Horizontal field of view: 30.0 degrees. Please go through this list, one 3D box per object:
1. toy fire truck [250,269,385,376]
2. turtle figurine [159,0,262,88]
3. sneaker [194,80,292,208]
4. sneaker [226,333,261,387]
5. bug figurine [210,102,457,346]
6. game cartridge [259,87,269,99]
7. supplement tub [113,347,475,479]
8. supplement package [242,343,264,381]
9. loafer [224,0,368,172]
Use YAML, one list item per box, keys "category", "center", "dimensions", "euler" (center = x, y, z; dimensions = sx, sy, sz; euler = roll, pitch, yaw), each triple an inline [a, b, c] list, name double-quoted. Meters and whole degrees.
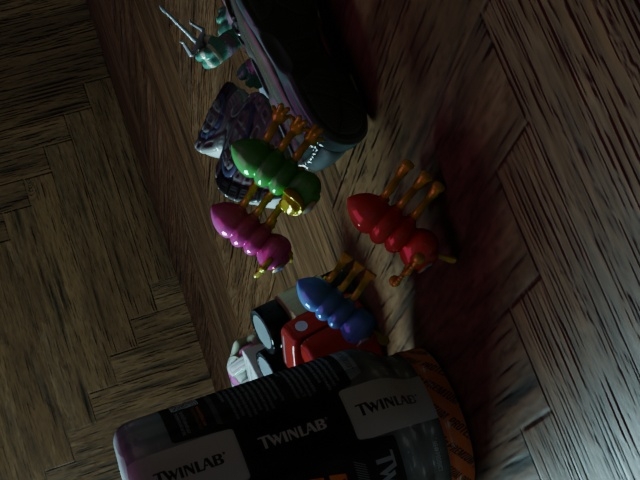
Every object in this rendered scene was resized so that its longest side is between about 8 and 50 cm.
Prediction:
- category: "toy fire truck"
  center: [0.017, 0.194, 1.369]
  dimensions: [0.246, 0.158, 0.217]
  euler: [49, 155, 36]
- category: "turtle figurine"
  center: [-0.099, -0.267, 1.300]
  dimensions: [0.234, 0.118, 0.175]
  euler: [63, -159, -69]
- category: "sneaker"
  center: [-0.048, -0.098, 1.300]
  dimensions: [0.111, 0.129, 0.297]
  euler: [-61, 20, 12]
- category: "sneaker"
  center: [-0.112, 0.241, 2.050]
  dimensions: [0.252, 0.103, 0.111]
  euler: [-136, 30, -65]
- category: "bug figurine"
  center: [0.000, 0.000, 1.082]
  dimensions: [0.216, 0.072, 0.279]
  euler: [35, 152, 3]
- category: "game cartridge"
  center: [-0.063, -0.184, 1.482]
  dimensions: [0.056, 0.017, 0.083]
  euler: [-139, 34, -62]
- category: "supplement tub"
  center: [-0.025, 0.222, 1.148]
  dimensions: [0.193, 0.316, 0.194]
  euler: [162, 90, -78]
- category: "supplement package"
  center: [-0.028, 0.223, 1.655]
  dimensions: [0.179, 0.105, 0.105]
  euler: [-124, 21, -54]
- category: "loafer"
  center: [-0.044, -0.190, 1.162]
  dimensions: [0.084, 0.096, 0.267]
  euler: [-43, 64, 48]
